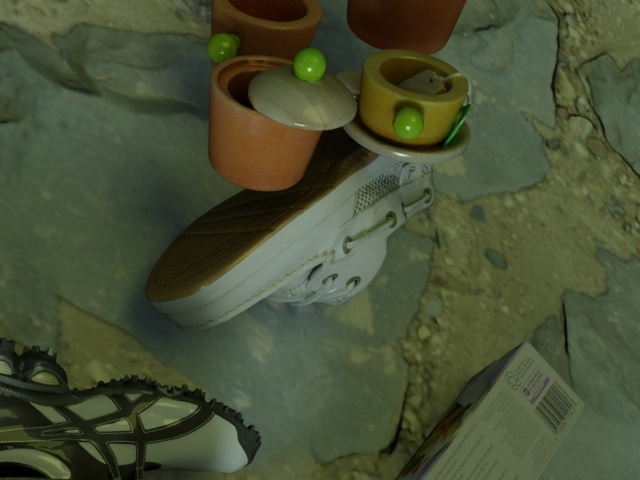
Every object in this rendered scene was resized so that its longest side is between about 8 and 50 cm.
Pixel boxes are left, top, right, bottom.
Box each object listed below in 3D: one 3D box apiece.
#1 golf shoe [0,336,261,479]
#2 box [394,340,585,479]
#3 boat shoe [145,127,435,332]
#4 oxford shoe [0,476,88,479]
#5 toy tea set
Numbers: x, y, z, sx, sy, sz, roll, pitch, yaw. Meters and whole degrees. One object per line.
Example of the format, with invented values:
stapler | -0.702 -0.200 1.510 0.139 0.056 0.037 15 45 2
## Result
golf shoe | -0.127 0.117 0.956 0.198 0.077 0.094 16 67 -27
box | 0.067 0.178 1.073 0.067 0.063 0.324 46 42 -3
boat shoe | 0.000 0.000 1.120 0.277 0.098 0.096 -37 115 -44
oxford shoe | -0.156 0.289 0.789 0.147 0.140 0.397 13 52 5
toy tea set | 0.017 -0.154 1.126 0.200 0.124 0.336 9 33 -7
